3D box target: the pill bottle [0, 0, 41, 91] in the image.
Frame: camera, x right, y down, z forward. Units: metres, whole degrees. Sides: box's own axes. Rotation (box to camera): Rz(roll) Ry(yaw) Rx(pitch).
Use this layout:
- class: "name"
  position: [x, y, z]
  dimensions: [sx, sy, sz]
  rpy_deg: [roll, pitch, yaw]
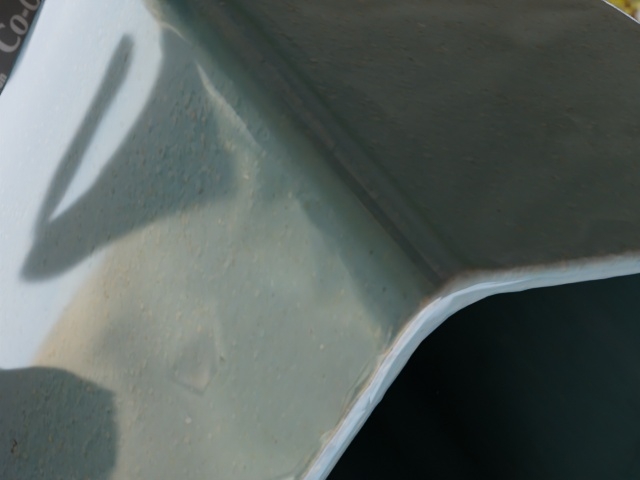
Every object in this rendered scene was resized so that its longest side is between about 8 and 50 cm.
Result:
- class: "pill bottle"
  position: [-0.320, -0.157, 1.292]
  dimensions: [0.210, 0.363, 0.210]
  rpy_deg: [-39, -152, 25]

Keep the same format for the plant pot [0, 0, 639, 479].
- class: "plant pot"
  position: [0.000, 0.000, 0.659]
  dimensions: [0.248, 0.247, 0.252]
  rpy_deg: [-7, -130, -44]
